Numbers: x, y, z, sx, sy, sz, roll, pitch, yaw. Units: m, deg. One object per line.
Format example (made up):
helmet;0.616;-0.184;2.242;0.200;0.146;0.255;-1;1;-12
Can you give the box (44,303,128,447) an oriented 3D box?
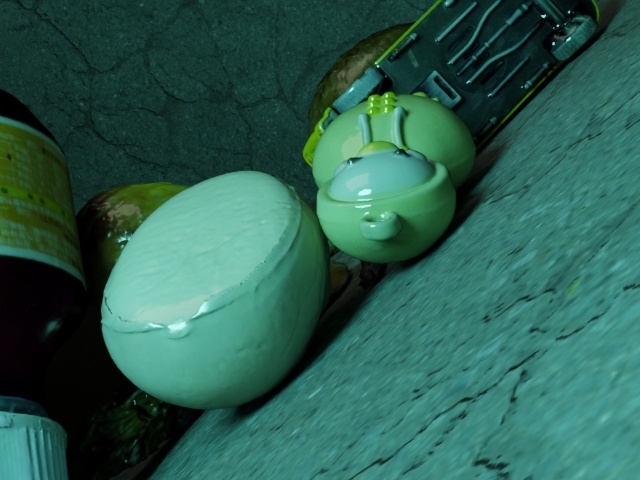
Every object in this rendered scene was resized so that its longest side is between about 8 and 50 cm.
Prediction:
box;-0.355;0.177;1.237;0.301;0.301;0.216;-39;0;37

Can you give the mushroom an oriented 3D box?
mushroom;0.090;-0.169;1.327;0.253;0.153;0.253;-36;-15;-11

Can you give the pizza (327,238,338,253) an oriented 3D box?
pizza;0.000;0.000;1.403;0.131;0.041;0.178;-42;4;-12

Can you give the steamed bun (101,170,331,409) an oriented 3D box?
steamed bun;-0.072;0.044;0.843;0.177;0.131;0.228;-18;29;12

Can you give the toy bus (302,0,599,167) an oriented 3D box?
toy bus;0.138;-0.170;1.125;0.330;0.144;0.152;-45;4;-18

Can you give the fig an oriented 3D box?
fig;-0.109;0.015;1.026;0.257;0.159;0.159;-7;-18;-33

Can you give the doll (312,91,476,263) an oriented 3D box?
doll;0.058;-0.058;0.872;0.141;0.117;0.296;-4;12;7

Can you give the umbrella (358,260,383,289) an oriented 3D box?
umbrella;0.045;0.012;0.932;0.027;0.025;0.165;-23;10;9

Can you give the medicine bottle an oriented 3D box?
medicine bottle;-0.293;0.084;0.857;0.242;0.395;0.242;-16;-25;-8

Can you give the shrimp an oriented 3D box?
shrimp;-0.097;0.114;0.994;0.233;0.071;0.365;-32;4;41
